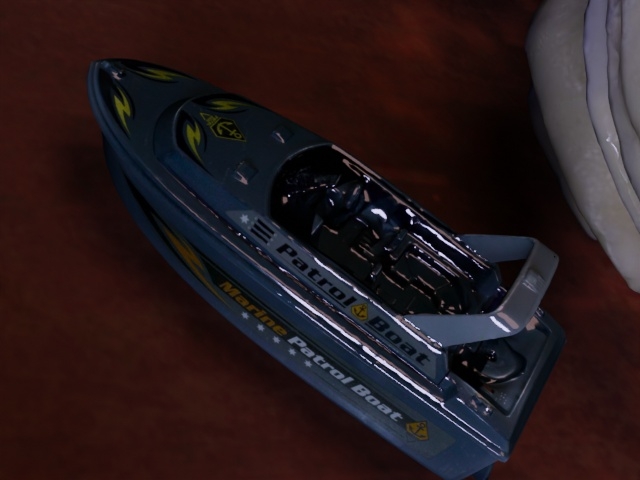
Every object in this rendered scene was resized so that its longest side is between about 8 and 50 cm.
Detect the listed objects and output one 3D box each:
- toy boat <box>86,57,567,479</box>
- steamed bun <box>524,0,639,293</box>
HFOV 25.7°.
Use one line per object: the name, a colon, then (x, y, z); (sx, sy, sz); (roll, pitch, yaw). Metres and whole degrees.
toy boat: (0.000, 0.000, 0.594); (0.246, 0.103, 0.093); (38, 40, 2)
steamed bun: (0.225, -0.083, 0.744); (0.394, 0.237, 0.346); (32, 58, -64)
